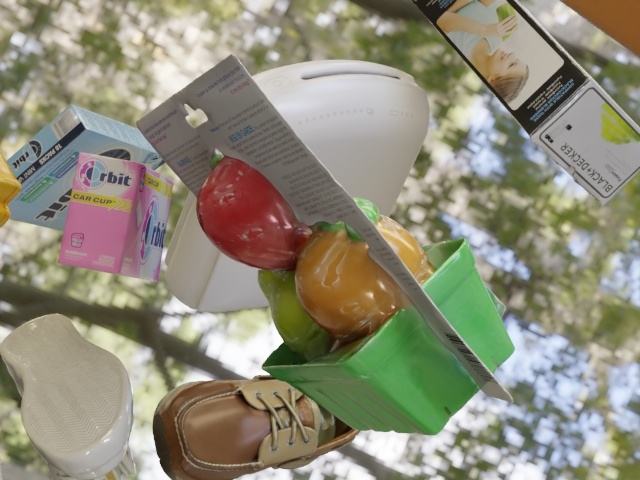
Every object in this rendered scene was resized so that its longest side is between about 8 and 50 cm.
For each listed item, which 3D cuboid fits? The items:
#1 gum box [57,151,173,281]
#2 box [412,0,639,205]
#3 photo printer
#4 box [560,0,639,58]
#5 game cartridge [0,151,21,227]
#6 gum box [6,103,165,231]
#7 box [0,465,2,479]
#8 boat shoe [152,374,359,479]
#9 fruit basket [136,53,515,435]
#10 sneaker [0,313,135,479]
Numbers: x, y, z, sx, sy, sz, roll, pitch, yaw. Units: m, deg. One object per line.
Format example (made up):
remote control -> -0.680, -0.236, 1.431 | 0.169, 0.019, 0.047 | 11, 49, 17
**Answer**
gum box -> -0.197, -0.019, 1.540 | 0.188, 0.062, 0.107 | 36, 65, -83
box -> 0.228, -0.184, 1.691 | 0.087, 0.169, 0.290 | -44, -135, 11
photo printer -> -0.021, -0.067, 1.765 | 0.107, 0.256, 0.307 | 51, -48, 35
box -> 0.224, -0.162, 0.600 | 0.345, 0.168, 0.215 | 42, -43, 28
game cartridge -> -0.474, -0.072, 1.619 | 0.285, 0.053, 0.323 | -41, -115, 15
gum box -> -0.284, -0.078, 1.806 | 0.157, 0.184, 0.041 | -39, -112, 16
box -> -0.434, 0.307, 1.671 | 0.149, 0.127, 0.232 | -34, -146, 8
boat shoe -> -0.058, 0.199, 1.738 | 0.120, 0.324, 0.122 | -21, -100, 29
fruit basket -> 0.000, 0.000, 1.341 | 0.165, 0.353, 0.327 | -37, -173, -19
sneaker -> -0.215, 0.191, 1.478 | 0.108, 0.169, 0.292 | -25, -157, -10
